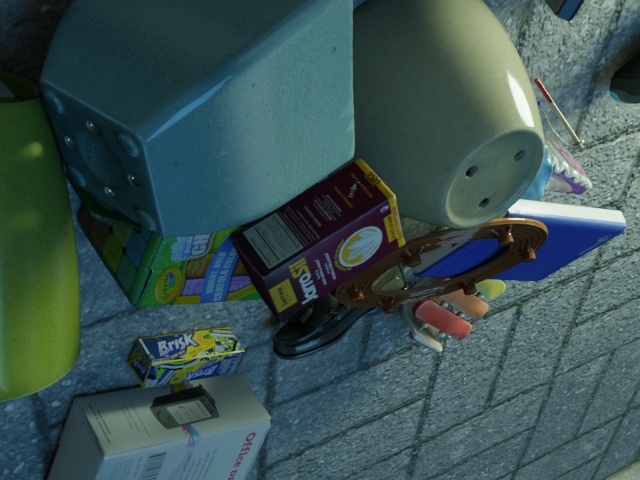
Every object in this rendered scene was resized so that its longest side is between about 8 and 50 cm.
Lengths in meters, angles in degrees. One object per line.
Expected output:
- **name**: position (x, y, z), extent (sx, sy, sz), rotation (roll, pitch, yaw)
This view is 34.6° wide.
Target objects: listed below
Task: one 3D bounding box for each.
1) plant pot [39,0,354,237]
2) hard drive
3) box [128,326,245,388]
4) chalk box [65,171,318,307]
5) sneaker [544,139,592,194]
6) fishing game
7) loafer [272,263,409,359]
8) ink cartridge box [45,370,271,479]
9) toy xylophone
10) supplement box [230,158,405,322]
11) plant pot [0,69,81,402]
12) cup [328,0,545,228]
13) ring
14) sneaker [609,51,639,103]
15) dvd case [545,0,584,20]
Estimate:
- **plant pot**: position (-0.139, -0.151, 1.060), extent (0.252, 0.247, 0.247), rotation (-43, 150, -30)
- **hard drive**: position (0.327, 0.005, 1.685), extent (0.319, 0.040, 0.210), rotation (4, 150, -42)
- **box**: position (-0.206, 0.180, 1.588), extent (0.169, 0.059, 0.054), rotation (-3, 131, -39)
- **chalk box**: position (-0.175, -0.039, 1.273), extent (0.289, 0.180, 0.179), rotation (-1, 129, -40)
- **sneaker**: position (0.365, -0.113, 1.751), extent (0.236, 0.095, 0.104), rotation (13, 125, -41)
- **fishing game**: position (0.277, -0.123, 1.626), extent (0.264, 0.041, 0.189), rotation (-37, 100, 1)
- **loafer**: position (0.028, 0.101, 1.702), extent (0.268, 0.096, 0.084), rotation (-28, 124, -26)
- **ink cartridge box**: position (-0.264, 0.347, 1.661), extent (0.306, 0.131, 0.226), rotation (-5, 132, -40)
- **toy xylophone**: position (0.261, 0.056, 1.847), extent (0.322, 0.081, 0.236), rotation (-51, 143, 16)
- **supplement box**: position (0.000, 0.000, 1.247), extent (0.188, 0.081, 0.104), rotation (-32, 144, -10)
- **plant pot**: position (-0.373, -0.024, 1.074), extent (0.275, 0.275, 0.293), rotation (-5, 118, -38)
- **cup**: position (0.164, -0.151, 1.399), extent (0.331, 0.237, 0.331), rotation (-23, 142, -20)
- **ring**: position (0.186, 0.048, 1.567), extent (0.337, 0.032, 0.336), rotation (-14, 162, -4)
- **sneaker**: position (0.608, -0.358, 1.697), extent (0.341, 0.125, 0.139), rotation (-37, 117, 2)
- **dvd case**: position (0.309, -0.397, 1.265), extent (0.030, 0.238, 0.179), rotation (16, 121, -20)
